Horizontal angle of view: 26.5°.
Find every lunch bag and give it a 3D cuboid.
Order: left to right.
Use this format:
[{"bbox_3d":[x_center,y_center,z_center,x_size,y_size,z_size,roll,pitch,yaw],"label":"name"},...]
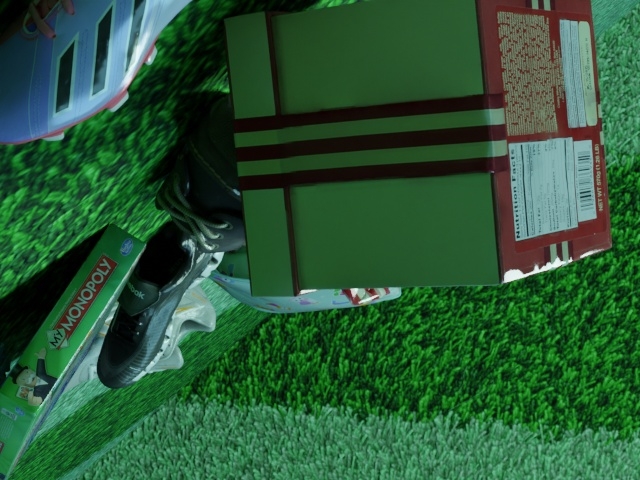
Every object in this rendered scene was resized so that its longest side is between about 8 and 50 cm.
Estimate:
[{"bbox_3d":[-0.035,0.012,1.776,0.262,0.160,0.223,-5,170,8],"label":"lunch bag"}]

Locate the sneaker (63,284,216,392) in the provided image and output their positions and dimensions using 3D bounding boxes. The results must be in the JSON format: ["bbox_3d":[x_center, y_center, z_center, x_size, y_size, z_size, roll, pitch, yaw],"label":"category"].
[{"bbox_3d":[-0.238,0.131,1.695,0.262,0.121,0.099,-38,173,-25],"label":"sneaker"}]

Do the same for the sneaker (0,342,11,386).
[{"bbox_3d":[-0.323,0.112,1.303,0.053,0.059,0.144,-36,172,-19],"label":"sneaker"}]

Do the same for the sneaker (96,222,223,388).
[{"bbox_3d":[-0.206,0.069,1.591,0.234,0.078,0.106,-56,157,5],"label":"sneaker"}]

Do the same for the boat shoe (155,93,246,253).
[{"bbox_3d":[-0.084,-0.043,1.333,0.130,0.132,0.355,-41,173,0],"label":"boat shoe"}]

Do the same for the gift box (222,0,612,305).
[{"bbox_3d":[0.081,-0.072,1.120,0.258,0.255,0.276,-3,180,32],"label":"gift box"}]

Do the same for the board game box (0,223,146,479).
[{"bbox_3d":[-0.285,0.133,1.440,0.213,0.046,0.317,-60,-175,-31],"label":"board game box"}]

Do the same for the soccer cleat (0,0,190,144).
[{"bbox_3d":[-0.102,-0.150,0.746,0.248,0.083,0.095,-37,150,-6],"label":"soccer cleat"}]
